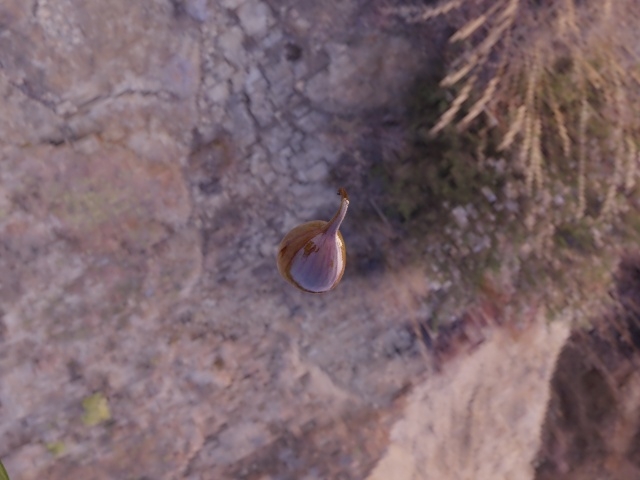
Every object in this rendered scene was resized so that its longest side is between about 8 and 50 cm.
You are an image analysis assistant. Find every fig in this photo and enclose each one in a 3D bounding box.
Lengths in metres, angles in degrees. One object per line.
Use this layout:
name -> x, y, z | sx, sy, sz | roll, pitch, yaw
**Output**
fig -> 0.000, 0.000, 0.882 | 0.050, 0.050, 0.083 | -1, 133, -37

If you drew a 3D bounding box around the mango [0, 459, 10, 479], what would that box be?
mango -> -0.177, 0.064, 0.385 | 0.156, 0.251, 0.114 | -25, 147, -21
